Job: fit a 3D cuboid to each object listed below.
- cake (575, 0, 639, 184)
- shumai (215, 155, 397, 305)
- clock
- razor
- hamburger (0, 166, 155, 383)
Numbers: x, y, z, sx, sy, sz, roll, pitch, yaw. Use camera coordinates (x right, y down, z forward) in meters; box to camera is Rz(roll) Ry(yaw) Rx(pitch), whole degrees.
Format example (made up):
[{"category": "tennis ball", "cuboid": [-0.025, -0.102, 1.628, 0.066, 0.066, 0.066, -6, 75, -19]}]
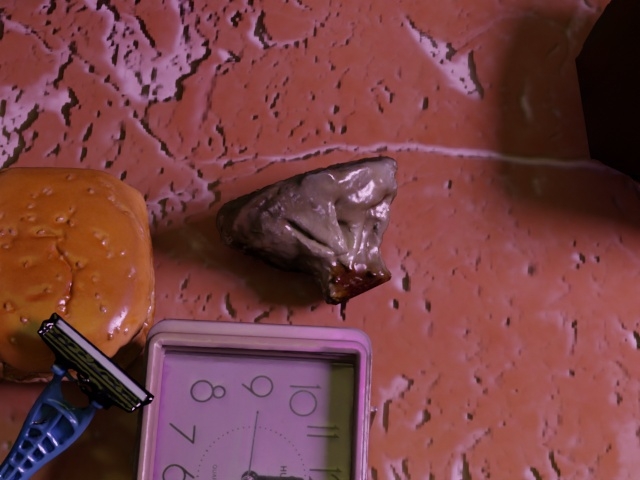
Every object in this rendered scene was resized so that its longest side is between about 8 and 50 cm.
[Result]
[{"category": "cake", "cuboid": [0.296, -0.092, 1.048, 0.207, 0.178, 0.185, 11, 78, 45]}, {"category": "shumai", "cuboid": [0.000, 0.000, 1.042, 0.123, 0.099, 0.087, -17, 89, 17]}, {"category": "clock", "cuboid": [-0.040, 0.149, 0.982, 0.147, 0.071, 0.192, 3, 67, 1]}, {"category": "razor", "cuboid": [-0.208, 0.167, 0.963, 0.082, 0.042, 0.253, 38, 86, 5]}, {"category": "hamburger", "cuboid": [-0.176, 0.023, 1.029, 0.138, 0.083, 0.147, 0, 63, -1]}]
